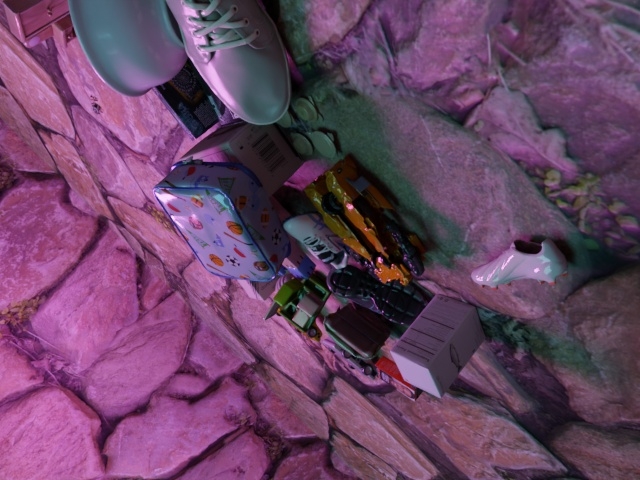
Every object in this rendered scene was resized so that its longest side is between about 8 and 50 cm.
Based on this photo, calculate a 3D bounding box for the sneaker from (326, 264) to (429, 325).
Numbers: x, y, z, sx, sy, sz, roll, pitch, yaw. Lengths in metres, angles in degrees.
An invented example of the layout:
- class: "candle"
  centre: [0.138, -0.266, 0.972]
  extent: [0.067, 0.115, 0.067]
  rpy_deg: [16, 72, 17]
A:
- class: "sneaker"
  centre: [0.147, 0.125, 1.390]
  extent: [0.268, 0.101, 0.106]
  rpy_deg: [24, 177, 28]

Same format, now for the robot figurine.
- class: "robot figurine"
  centre: [0.100, -0.029, 1.198]
  extent: [0.291, 0.085, 0.211]
  rpy_deg: [49, 156, -8]

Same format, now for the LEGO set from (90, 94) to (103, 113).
- class: "LEGO set"
  centre: [-0.746, -0.441, 1.933]
  extent: [0.054, 0.023, 0.083]
  rpy_deg: [31, 152, 28]

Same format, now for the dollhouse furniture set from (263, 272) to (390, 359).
- class: "dollhouse furniture set"
  centre: [0.014, 0.244, 1.576]
  extent: [0.302, 0.151, 0.198]
  rpy_deg: [37, -161, 13]

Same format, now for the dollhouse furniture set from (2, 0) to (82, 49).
- class: "dollhouse furniture set"
  centre: [-0.586, -0.467, 1.465]
  extent: [0.355, 0.174, 0.303]
  rpy_deg: [45, 156, -1]

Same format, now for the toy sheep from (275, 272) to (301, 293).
- class: "toy sheep"
  centre: [-0.092, 0.142, 1.767]
  extent: [0.091, 0.091, 0.132]
  rpy_deg: [42, 140, 7]

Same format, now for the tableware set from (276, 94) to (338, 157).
- class: "tableware set"
  centre: [-0.035, -0.226, 1.176]
  extent: [0.169, 0.020, 0.141]
  rpy_deg: [11, 138, 51]

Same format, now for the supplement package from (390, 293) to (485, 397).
- class: "supplement package"
  centre: [0.251, 0.220, 1.239]
  extent: [0.105, 0.179, 0.105]
  rpy_deg: [18, 145, 45]

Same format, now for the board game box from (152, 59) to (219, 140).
- class: "board game box"
  centre: [-0.290, -0.329, 1.281]
  extent: [0.186, 0.126, 0.026]
  rpy_deg: [54, 154, -18]

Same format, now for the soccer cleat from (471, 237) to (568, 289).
- class: "soccer cleat"
  centre: [0.326, 0.036, 0.985]
  extent: [0.196, 0.068, 0.076]
  rpy_deg: [-14, 103, 61]

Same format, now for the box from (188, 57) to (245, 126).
- class: "box"
  centre: [-0.188, -0.333, 1.189]
  extent: [0.184, 0.045, 0.190]
  rpy_deg: [4, 125, 52]

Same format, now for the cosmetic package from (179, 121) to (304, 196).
- class: "cosmetic package"
  centre: [-0.189, -0.183, 1.351]
  extent: [0.296, 0.129, 0.153]
  rpy_deg: [1, 132, 56]

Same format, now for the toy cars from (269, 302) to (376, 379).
- class: "toy cars"
  centre: [0.022, 0.288, 1.823]
  extent: [0.394, 0.087, 0.176]
  rpy_deg: [32, 165, 18]

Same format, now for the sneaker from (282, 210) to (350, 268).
- class: "sneaker"
  centre: [0.000, 0.000, 1.307]
  extent: [0.237, 0.085, 0.086]
  rpy_deg: [31, -141, -54]

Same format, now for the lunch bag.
- class: "lunch bag"
  centre: [-0.213, -0.044, 1.262]
  extent: [0.243, 0.115, 0.303]
  rpy_deg: [5, 137, 31]

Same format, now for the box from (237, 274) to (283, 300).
- class: "box"
  centre: [-0.232, 0.050, 1.806]
  extent: [0.094, 0.113, 0.275]
  rpy_deg: [7, 138, 52]

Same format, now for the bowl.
- class: "bowl"
  centre: [-0.307, -0.416, 1.060]
  extent: [0.134, 0.297, 0.297]
  rpy_deg: [-1, 139, 14]

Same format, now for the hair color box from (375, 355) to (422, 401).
- class: "hair color box"
  centre: [0.231, 0.408, 1.729]
  extent: [0.141, 0.043, 0.072]
  rpy_deg: [28, 150, 31]

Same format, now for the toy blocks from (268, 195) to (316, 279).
- class: "toy blocks"
  centre: [-0.172, -0.007, 1.578]
  extent: [0.382, 0.190, 0.261]
  rpy_deg: [4, 147, 45]

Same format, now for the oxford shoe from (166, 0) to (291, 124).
- class: "oxford shoe"
  centre: [-0.173, -0.375, 0.966]
  extent: [0.130, 0.169, 0.449]
  rpy_deg: [-95, -14, -50]
